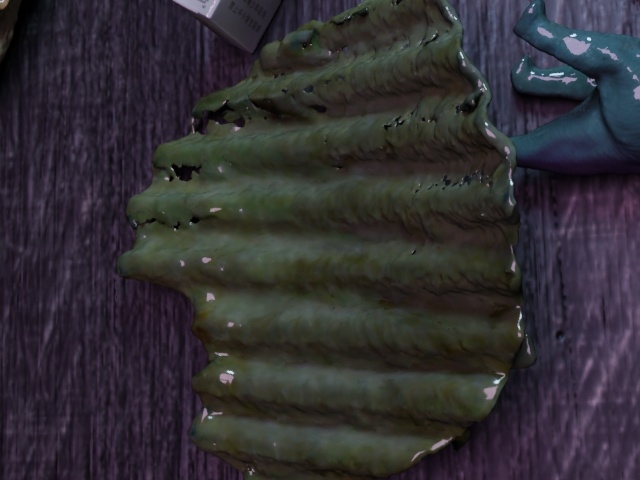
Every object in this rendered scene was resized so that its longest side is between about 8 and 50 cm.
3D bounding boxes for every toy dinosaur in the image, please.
[{"bbox_3d":[0.310,-0.091,0.870,0.331,0.129,0.383,42,98,13],"label":"toy dinosaur"}]

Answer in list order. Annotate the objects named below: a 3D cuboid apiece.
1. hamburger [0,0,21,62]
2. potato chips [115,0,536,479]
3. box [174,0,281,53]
[{"bbox_3d":[-0.401,-0.214,1.094,0.329,0.162,0.209,-9,77,13],"label":"hamburger"},{"bbox_3d":[0.006,-0.005,0.914,0.389,0.097,0.373,-32,69,37],"label":"potato chips"},{"bbox_3d":[-0.055,-0.247,1.012,0.048,0.100,0.152,27,91,19],"label":"box"}]
